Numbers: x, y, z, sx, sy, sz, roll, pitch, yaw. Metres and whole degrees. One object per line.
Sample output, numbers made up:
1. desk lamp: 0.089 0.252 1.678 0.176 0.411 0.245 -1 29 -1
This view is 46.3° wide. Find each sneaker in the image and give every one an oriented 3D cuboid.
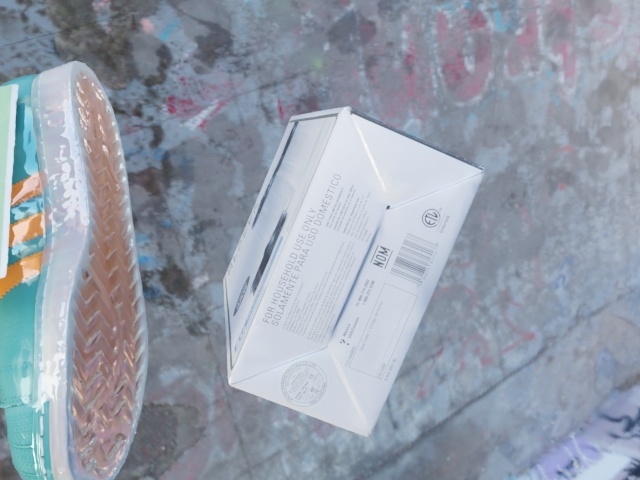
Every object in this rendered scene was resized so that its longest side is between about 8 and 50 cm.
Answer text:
1. sneaker: -0.193 0.023 0.493 0.121 0.302 0.108 -15 151 7

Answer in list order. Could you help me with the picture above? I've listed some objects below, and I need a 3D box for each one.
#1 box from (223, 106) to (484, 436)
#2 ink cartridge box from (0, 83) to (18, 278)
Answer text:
1. box: 0.000 0.000 0.539 0.087 0.290 0.169 22 96 -10
2. ink cartridge box: -0.294 0.001 0.459 0.235 0.171 0.056 -13 142 -3
